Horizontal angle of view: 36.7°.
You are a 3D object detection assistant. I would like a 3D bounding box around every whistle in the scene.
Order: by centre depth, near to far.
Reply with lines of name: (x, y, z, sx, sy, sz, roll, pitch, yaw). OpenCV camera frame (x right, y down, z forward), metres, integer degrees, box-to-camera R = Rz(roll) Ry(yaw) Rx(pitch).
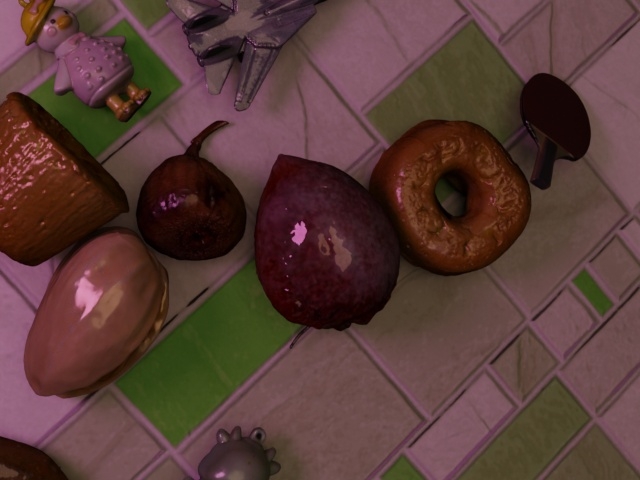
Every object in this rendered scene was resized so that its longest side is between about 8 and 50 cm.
whistle: (-0.139, 0.349, 1.247, 0.110, 0.092, 0.244, 33, 78, -12)

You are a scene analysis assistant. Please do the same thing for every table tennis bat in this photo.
table tennis bat: (0.335, -0.156, 1.394, 0.130, 0.019, 0.220, 33, 51, -14)

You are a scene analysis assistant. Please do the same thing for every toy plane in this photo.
toy plane: (-0.062, -0.311, 1.316, 0.267, 0.088, 0.212, -27, 95, -23)

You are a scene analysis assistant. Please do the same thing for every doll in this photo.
doll: (-0.309, -0.240, 1.243, 0.207, 0.081, 0.129, 44, 58, -6)

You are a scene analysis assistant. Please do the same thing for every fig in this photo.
fig: (-0.171, -0.080, 1.260, 0.133, 0.146, 0.201, -13, 62, 13)

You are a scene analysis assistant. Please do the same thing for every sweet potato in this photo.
sweet potato: (-0.407, 0.292, 1.190, 0.346, 0.079, 0.108, 12, 112, -15)

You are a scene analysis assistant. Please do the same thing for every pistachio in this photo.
pistachio: (-0.280, 0.094, 1.197, 0.157, 0.157, 0.230, 31, 86, -11)

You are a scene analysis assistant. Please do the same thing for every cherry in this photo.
cherry: (0.000, 0.000, 1.266, 0.192, 0.175, 0.250, -24, 94, -1)

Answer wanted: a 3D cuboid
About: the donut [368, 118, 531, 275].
donut: (0.182, -0.059, 1.348, 0.226, 0.114, 0.227, 0, 88, -15)

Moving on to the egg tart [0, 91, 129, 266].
egg tart: (-0.346, -0.063, 1.177, 0.202, 0.202, 0.147, 45, 90, -8)
